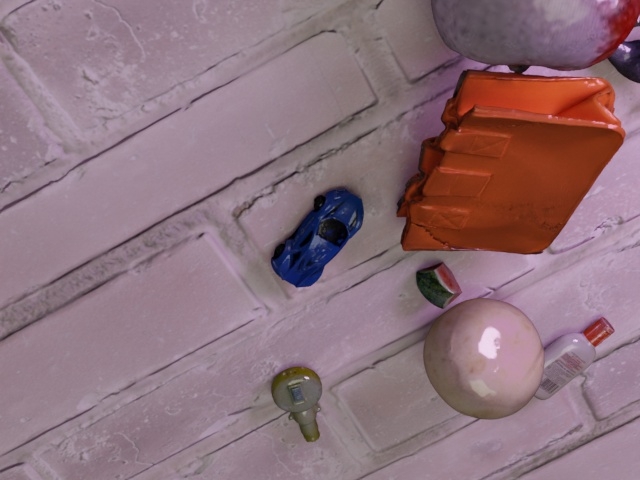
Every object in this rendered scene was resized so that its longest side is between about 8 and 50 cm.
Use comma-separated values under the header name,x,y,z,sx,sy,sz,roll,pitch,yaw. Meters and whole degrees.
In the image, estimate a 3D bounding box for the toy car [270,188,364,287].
name,x,y,z,sx,sy,sz,roll,pitch,yaw
toy car,0.000,0.000,1.975,0.103,0.063,0.216,29,113,-27

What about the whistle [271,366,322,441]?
name,x,y,z,sx,sy,sz,roll,pitch,yaw
whistle,-0.038,0.342,2.202,0.104,0.057,0.198,-15,124,-2

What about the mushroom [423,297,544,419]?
name,x,y,z,sx,sy,sz,roll,pitch,yaw
mushroom,0.319,0.233,2.132,0.246,0.202,0.246,2,80,-14

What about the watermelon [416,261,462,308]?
name,x,y,z,sx,sy,sz,roll,pitch,yaw
watermelon,0.231,0.090,2.093,0.072,0.085,0.092,-14,167,-28

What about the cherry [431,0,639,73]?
name,x,y,z,sx,sy,sz,roll,pitch,yaw
cherry,0.322,-0.412,1.651,0.326,0.291,0.335,-19,103,20

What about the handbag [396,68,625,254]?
name,x,y,z,sx,sy,sz,roll,pitch,yaw
handbag,0.314,-0.122,1.851,0.303,0.116,0.410,4,147,-13

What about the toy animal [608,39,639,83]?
name,x,y,z,sx,sy,sz,roll,pitch,yaw
toy animal,0.613,-0.300,1.864,0.367,0.081,0.206,7,151,14

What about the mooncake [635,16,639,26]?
name,x,y,z,sx,sy,sz,roll,pitch,yaw
mooncake,0.517,-0.434,1.736,0.104,0.175,0.168,3,81,-11

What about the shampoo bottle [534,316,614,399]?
name,x,y,z,sx,sy,sz,roll,pitch,yaw
shampoo bottle,0.522,0.245,2.267,0.221,0.051,0.108,-43,121,16
